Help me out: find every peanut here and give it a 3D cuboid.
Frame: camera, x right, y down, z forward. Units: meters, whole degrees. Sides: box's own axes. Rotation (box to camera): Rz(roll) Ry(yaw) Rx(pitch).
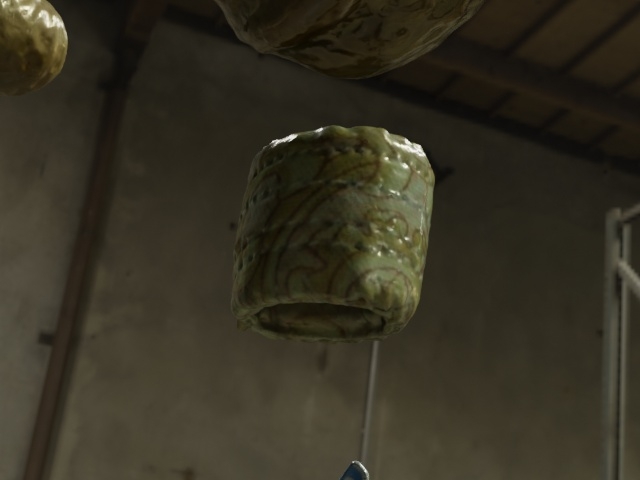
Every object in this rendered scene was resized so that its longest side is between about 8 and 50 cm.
[{"bbox_3d":[-0.342,-0.189,1.056,0.236,0.110,0.120,5,-19,-16],"label":"peanut"}]

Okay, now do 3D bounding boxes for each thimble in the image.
[{"bbox_3d":[0.000,0.000,0.964,0.190,0.143,0.137,-12,-26,44],"label":"thimble"}]

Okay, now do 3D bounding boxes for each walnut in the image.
[{"bbox_3d":[0.029,-0.239,0.760,0.227,0.283,0.283,27,-30,-25],"label":"walnut"}]

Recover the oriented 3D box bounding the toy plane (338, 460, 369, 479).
[{"bbox_3d":[0.061,0.334,1.137,0.267,0.267,0.122,-3,-3,22],"label":"toy plane"}]
